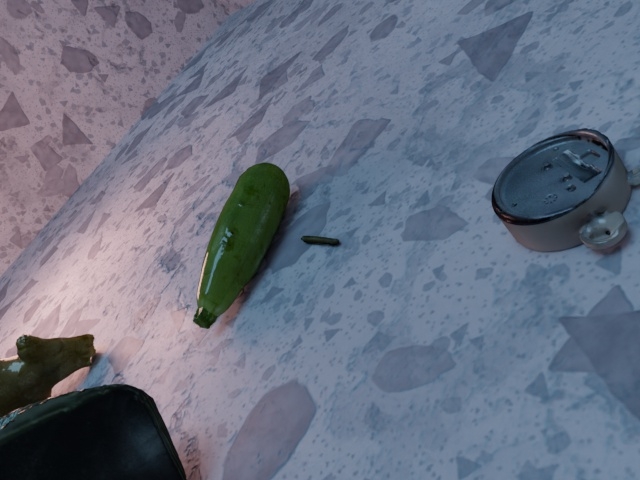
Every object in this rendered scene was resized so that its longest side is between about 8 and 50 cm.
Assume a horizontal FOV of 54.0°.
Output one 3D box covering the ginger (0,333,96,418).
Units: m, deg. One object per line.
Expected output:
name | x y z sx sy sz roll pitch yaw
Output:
ginger | -0.695 0.295 1.383 0.375 0.236 0.166 -47 13 -11

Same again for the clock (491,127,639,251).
clock | 0.285 -0.065 0.753 0.156 0.063 0.229 -39 30 13

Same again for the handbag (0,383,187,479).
handbag | -0.368 0.345 0.822 0.341 0.247 0.240 -24 -4 -41

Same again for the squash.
squash | -0.151 -0.005 1.191 0.118 0.118 0.370 -16 40 42

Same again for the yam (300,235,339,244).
yam | 0.000 0.000 1.092 0.107 0.014 0.014 5 55 55
